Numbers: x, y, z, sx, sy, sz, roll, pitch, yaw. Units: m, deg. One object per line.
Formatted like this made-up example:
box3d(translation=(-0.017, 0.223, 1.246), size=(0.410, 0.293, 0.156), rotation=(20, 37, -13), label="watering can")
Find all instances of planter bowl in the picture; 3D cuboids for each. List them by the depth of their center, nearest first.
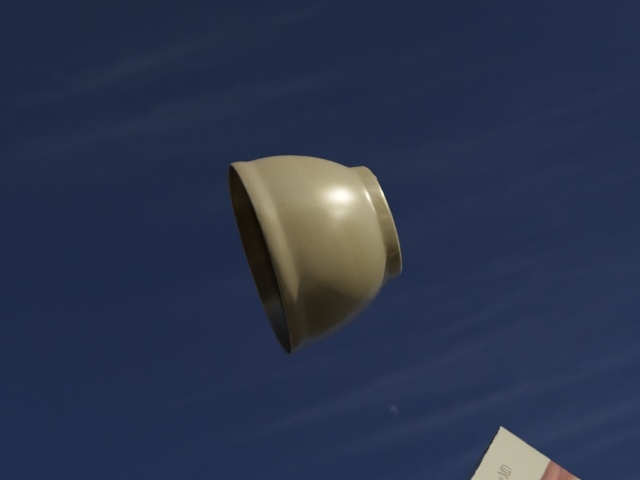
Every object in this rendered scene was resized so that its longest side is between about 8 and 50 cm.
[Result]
box3d(translation=(0.000, 0.000, 0.976), size=(0.109, 0.162, 0.162), rotation=(-18, -54, -9), label="planter bowl")

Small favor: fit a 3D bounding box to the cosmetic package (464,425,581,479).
box3d(translation=(0.204, 0.280, 0.838), size=(0.296, 0.153, 0.129), rotation=(32, -69, 9), label="cosmetic package")
